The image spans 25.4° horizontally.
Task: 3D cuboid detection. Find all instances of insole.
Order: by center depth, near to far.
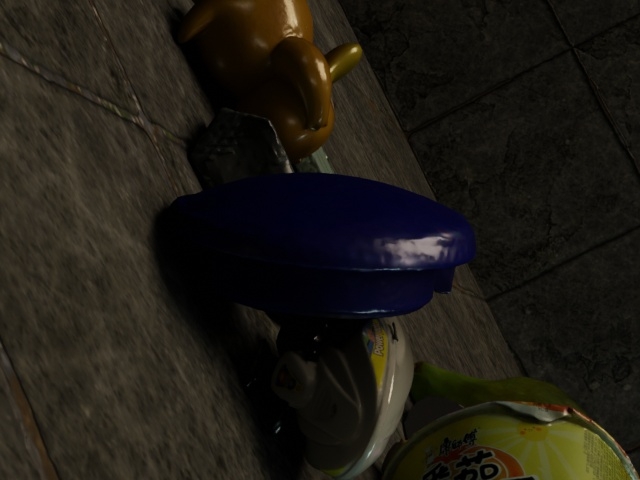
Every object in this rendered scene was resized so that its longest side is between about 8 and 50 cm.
[{"bbox_3d":[0.157,0.277,1.739,0.110,0.012,0.309,18,25,-11],"label":"insole"}]

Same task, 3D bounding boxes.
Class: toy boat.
[{"bbox_3d":[0.012,0.116,1.242,0.140,0.141,0.269,62,9,-3],"label":"toy boat"}]

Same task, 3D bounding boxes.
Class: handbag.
[{"bbox_3d":[-0.047,-0.024,1.467,0.270,0.089,0.175,63,2,1],"label":"handbag"}]

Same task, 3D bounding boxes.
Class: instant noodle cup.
[{"bbox_3d":[0.176,0.308,1.291,0.264,0.264,0.200,59,20,-25],"label":"instant noodle cup"}]

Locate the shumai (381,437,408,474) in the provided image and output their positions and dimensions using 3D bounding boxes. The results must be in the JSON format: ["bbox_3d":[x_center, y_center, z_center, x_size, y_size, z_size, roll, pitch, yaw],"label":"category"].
[{"bbox_3d":[0.112,0.258,1.491,0.116,0.145,0.145,43,-3,34],"label":"shumai"}]

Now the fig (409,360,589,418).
[{"bbox_3d":[0.225,0.260,1.928,0.275,0.206,0.206,31,5,10],"label":"fig"}]

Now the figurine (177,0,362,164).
[{"bbox_3d":[-0.063,-0.212,1.663,0.228,0.215,0.215,46,13,-11],"label":"figurine"}]

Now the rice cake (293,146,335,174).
[{"bbox_3d":[-0.002,-0.091,1.965,0.237,0.043,0.127,65,10,26],"label":"rice cake"}]

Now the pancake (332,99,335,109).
[{"bbox_3d":[-0.067,-0.279,2.088,0.266,0.057,0.244,46,16,-51],"label":"pancake"}]

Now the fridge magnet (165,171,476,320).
[{"bbox_3d":[0.000,0.000,1.212,0.265,0.266,0.112,-51,146,-80],"label":"fridge magnet"}]
